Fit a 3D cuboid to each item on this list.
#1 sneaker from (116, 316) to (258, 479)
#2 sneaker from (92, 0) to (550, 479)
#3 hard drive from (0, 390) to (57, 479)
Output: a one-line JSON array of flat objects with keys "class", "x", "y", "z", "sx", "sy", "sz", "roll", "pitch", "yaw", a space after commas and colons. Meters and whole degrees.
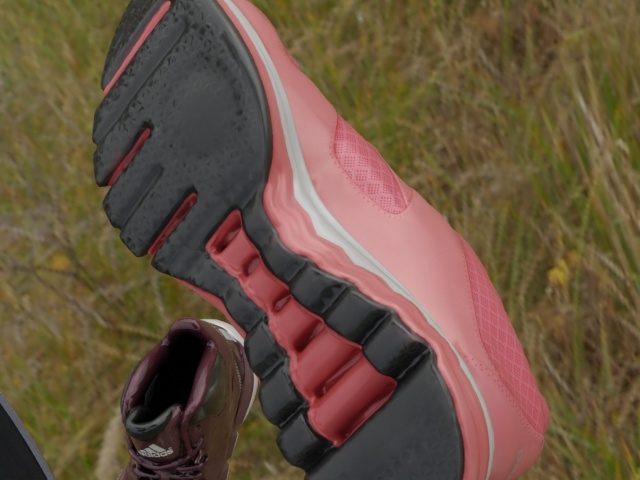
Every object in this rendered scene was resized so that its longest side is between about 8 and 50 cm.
[{"class": "sneaker", "x": -0.126, "y": 0.185, "z": 1.164, "sx": 0.106, "sy": 0.162, "sz": 0.281, "roll": 8, "pitch": 78, "yaw": 10}, {"class": "sneaker", "x": 0.000, "y": 0.001, "z": 0.757, "sx": 0.116, "sy": 0.136, "sz": 0.314, "roll": -44, "pitch": 66, "yaw": 29}, {"class": "hard drive", "x": -0.223, "y": 0.141, "z": 0.819, "sx": 0.054, "sy": 0.254, "sz": 0.172, "roll": 8, "pitch": 44, "yaw": 43}]
